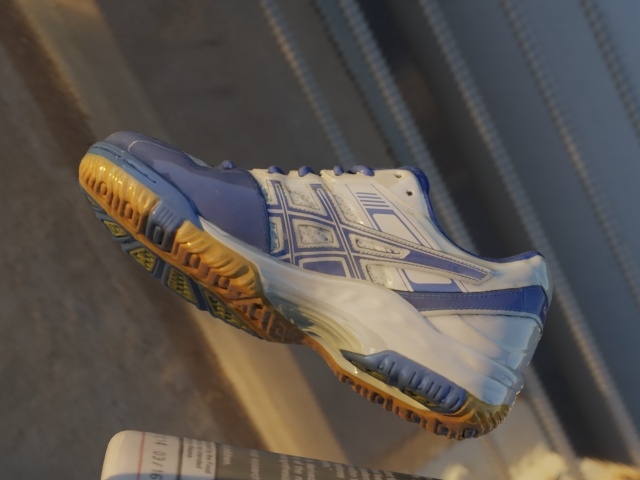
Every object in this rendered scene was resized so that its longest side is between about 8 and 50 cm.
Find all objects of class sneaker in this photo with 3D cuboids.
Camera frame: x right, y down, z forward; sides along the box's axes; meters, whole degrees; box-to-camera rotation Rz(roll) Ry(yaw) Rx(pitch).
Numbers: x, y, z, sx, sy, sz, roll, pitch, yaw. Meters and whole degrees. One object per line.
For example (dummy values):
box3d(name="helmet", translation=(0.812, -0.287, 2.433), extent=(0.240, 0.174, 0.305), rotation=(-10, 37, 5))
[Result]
box3d(name="sneaker", translation=(0.000, 0.000, 1.188), extent=(0.296, 0.112, 0.131), rotation=(30, 74, -3))

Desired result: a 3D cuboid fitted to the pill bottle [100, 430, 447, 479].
box3d(name="pill bottle", translation=(0.008, 0.206, 1.102), extent=(0.283, 0.161, 0.161), rotation=(9, 96, -6))
